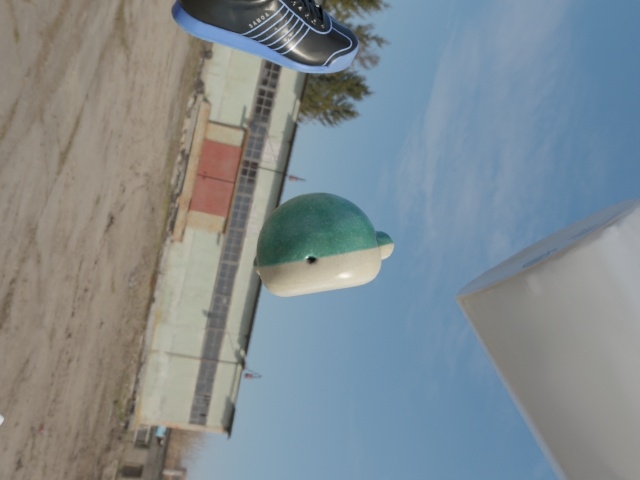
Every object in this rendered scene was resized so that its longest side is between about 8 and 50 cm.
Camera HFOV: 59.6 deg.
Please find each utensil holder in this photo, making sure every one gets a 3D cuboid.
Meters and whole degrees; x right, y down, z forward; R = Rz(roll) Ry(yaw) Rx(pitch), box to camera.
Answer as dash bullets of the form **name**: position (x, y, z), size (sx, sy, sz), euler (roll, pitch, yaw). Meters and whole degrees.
- **utensil holder**: position (0.426, 0.178, 0.827), size (0.385, 0.328, 0.327), euler (59, -22, 6)

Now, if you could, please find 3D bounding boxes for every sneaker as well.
- **sneaker**: position (-0.044, -0.258, 0.631), size (0.090, 0.232, 0.081), euler (-46, -130, 48)

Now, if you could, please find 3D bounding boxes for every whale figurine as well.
- **whale figurine**: position (0.000, 0.000, 0.850), size (0.272, 0.217, 0.141), euler (-23, 103, -82)

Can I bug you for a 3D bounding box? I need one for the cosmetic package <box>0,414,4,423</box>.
- **cosmetic package**: position (-0.550, 0.233, 0.706), size (0.151, 0.184, 0.151), euler (97, 16, -54)
